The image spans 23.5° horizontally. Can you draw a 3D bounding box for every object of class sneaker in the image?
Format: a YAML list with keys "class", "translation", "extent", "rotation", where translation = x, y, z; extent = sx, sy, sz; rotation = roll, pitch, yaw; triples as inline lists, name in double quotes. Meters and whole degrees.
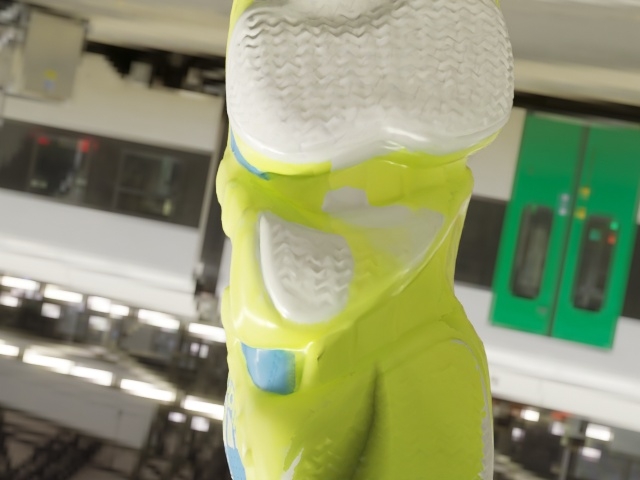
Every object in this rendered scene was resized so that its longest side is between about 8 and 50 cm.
- class: "sneaker"
  translation: [0.000, 0.000, 0.499]
  extent: [0.091, 0.240, 0.126]
  rotation: [9, 162, -14]
